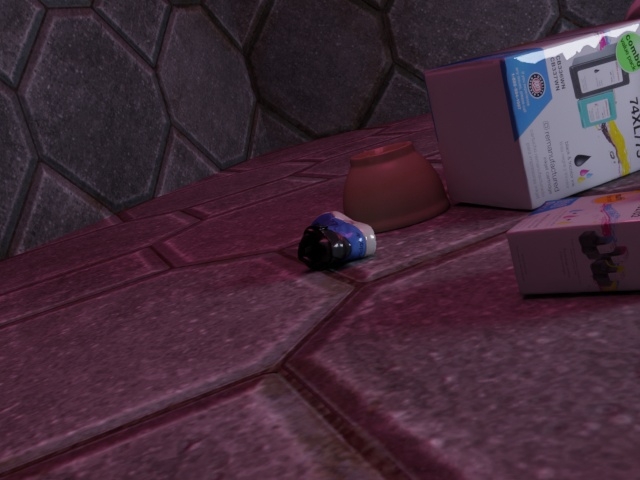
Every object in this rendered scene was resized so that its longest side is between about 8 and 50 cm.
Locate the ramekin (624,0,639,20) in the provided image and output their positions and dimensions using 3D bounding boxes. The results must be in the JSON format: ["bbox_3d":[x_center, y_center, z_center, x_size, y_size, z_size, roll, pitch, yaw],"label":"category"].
[{"bbox_3d":[0.540,-0.261,1.017,0.127,0.273,0.273,-30,14,-11],"label":"ramekin"}]

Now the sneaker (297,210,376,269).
[{"bbox_3d":[0.000,-0.001,0.963,0.084,0.058,0.152,-11,15,-25],"label":"sneaker"}]

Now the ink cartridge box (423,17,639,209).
[{"bbox_3d":[0.324,-0.181,1.030,0.270,0.198,0.197,-20,14,-19],"label":"ink cartridge box"}]

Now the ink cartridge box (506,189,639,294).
[{"bbox_3d":[0.264,-0.003,0.614,0.181,0.062,0.104,-6,15,38],"label":"ink cartridge box"}]

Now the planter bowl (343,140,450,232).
[{"bbox_3d":[0.103,-0.085,1.104,0.162,0.109,0.162,-15,12,3],"label":"planter bowl"}]
